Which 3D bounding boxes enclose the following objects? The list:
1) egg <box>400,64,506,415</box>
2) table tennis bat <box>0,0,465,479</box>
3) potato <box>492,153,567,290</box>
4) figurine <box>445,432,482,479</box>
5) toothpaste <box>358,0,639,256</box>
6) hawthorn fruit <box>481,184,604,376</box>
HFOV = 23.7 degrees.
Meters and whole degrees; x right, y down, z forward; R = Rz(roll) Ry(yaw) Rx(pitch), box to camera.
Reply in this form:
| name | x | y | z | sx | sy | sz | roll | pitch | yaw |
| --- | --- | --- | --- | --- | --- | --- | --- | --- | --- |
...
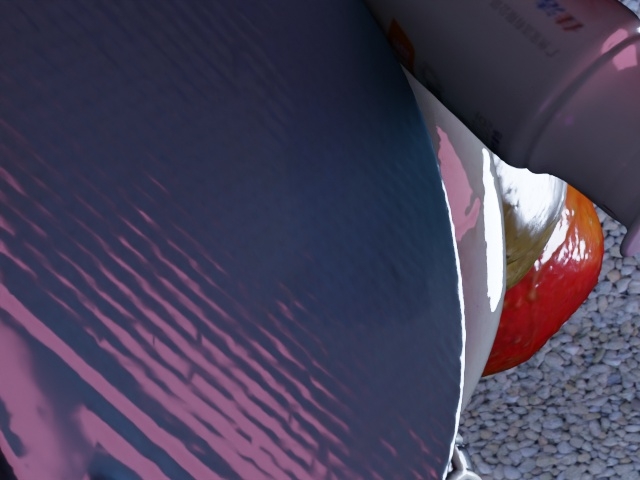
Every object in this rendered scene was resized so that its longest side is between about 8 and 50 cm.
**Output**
| name | x | y | z | sx | sy | sz | roll | pitch | yaw |
| --- | --- | --- | --- | --- | --- | --- | --- | --- | --- |
| egg | 0.000 | 0.000 | 0.609 | 0.151 | 0.151 | 0.209 | -84 | 159 | -71 |
| table tennis bat | -0.034 | 0.029 | 0.403 | 0.215 | 0.044 | 0.329 | 48 | 39 | -31 |
| potato | 0.037 | -0.071 | 0.829 | 0.369 | 0.176 | 0.195 | 47 | 34 | -73 |
| figurine | 0.071 | 0.212 | 1.141 | 0.176 | 0.133 | 0.236 | -7 | 74 | -48 |
| toothpaste | 0.010 | -0.124 | 0.545 | 0.323 | 0.066 | 0.100 | 45 | 9 | 17 |
| hawthorn fruit | 0.111 | 0.007 | 1.396 | 0.307 | 0.265 | 0.265 | -25 | 108 | -69 |
